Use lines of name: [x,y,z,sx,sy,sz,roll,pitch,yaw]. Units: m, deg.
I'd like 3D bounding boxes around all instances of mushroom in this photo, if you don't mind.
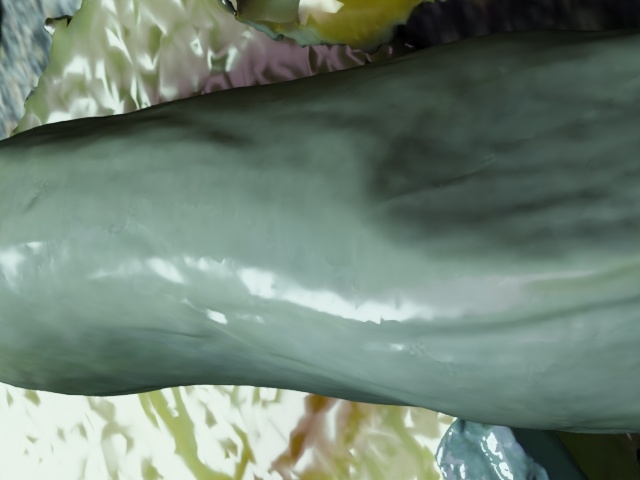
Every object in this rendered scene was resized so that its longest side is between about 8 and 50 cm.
mushroom: [-0.002,0.000,0.459,0.351,0.109,0.097,-3,82,36]

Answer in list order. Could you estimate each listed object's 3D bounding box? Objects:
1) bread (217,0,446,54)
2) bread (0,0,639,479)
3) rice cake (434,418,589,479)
bread: [-0.009,-0.137,0.440,0.119,0.084,0.177,16,125,49]
bread: [-0.040,0.143,0.599,0.346,0.242,0.405,44,150,19]
rice cake: [0.093,0.122,0.492,0.030,0.042,0.180,-40,80,27]
